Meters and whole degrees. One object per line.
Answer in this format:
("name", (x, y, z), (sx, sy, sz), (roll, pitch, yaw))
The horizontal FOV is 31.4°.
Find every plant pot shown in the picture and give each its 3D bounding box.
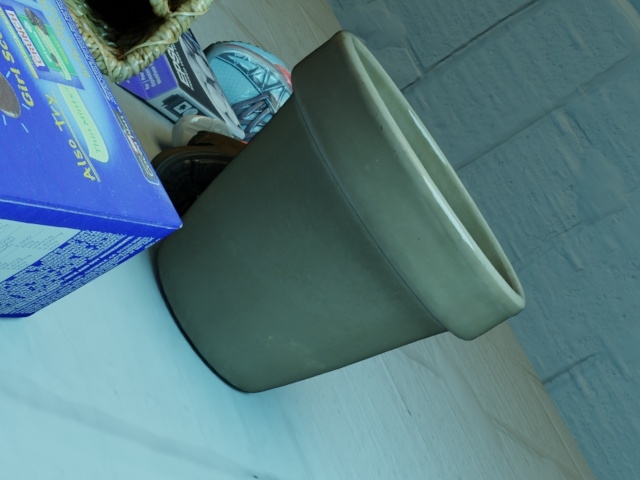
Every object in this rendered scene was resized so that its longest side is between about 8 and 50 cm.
("plant pot", (0.000, 0.000, 0.912), (0.263, 0.229, 0.263), (54, 13, -18))

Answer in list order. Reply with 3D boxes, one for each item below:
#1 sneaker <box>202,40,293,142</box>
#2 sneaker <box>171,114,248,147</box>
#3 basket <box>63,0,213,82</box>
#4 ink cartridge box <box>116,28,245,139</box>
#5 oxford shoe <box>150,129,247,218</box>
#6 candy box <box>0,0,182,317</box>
("sneaker", (-0.052, -0.119, 1.334), (0.262, 0.104, 0.125), (54, 14, -15))
("sneaker", (-0.120, -0.096, 1.157), (0.065, 0.061, 0.158), (33, 0, 23))
("basket", (-0.191, -0.321, 0.968), (0.299, 0.213, 0.223), (48, 12, -22))
("ink cartridge box", (-0.179, -0.212, 1.207), (0.206, 0.045, 0.208), (63, 14, 24))
("oxford shoe", (-0.104, -0.058, 1.049), (0.096, 0.083, 0.227), (40, 11, 19))
("candy box", (-0.225, -0.101, 0.520), (0.268, 0.122, 0.317), (61, 11, 11))
